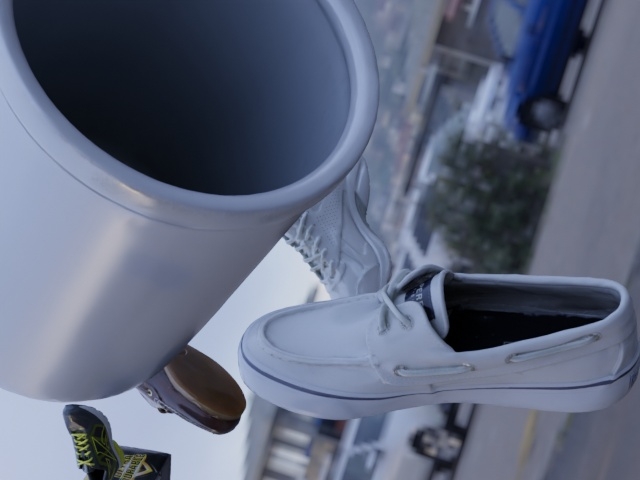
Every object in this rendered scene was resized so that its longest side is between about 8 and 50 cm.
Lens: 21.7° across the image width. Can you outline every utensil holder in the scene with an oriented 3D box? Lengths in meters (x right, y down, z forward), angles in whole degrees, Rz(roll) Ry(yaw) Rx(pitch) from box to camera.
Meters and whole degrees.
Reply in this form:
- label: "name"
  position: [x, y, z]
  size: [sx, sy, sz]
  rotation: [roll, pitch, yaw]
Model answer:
- label: "utensil holder"
  position: [-0.179, -0.071, 1.448]
  size: [0.385, 0.327, 0.328]
  rotation: [-48, 17, 49]

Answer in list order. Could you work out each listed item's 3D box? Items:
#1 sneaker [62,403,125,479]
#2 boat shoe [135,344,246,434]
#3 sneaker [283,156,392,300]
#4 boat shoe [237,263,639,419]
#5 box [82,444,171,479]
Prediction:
- label: "sneaker"
  position: [-0.179, 0.161, 1.306]
  size: [0.083, 0.031, 0.035]
  rotation: [62, -146, -38]
- label: "boat shoe"
  position: [-0.160, 0.145, 1.772]
  size: [0.073, 0.207, 0.073]
  rotation: [-9, -51, -46]
- label: "sneaker"
  position: [0.000, 0.000, 1.755]
  size: [0.090, 0.115, 0.232]
  rotation: [-54, 39, 43]
- label: "boat shoe"
  position: [0.073, 0.060, 1.093]
  size: [0.096, 0.267, 0.088]
  rotation: [-74, -19, -44]
- label: "box"
  position: [-0.216, 0.400, 1.659]
  size: [0.257, 0.079, 0.322]
  rotation: [-61, -24, -70]
